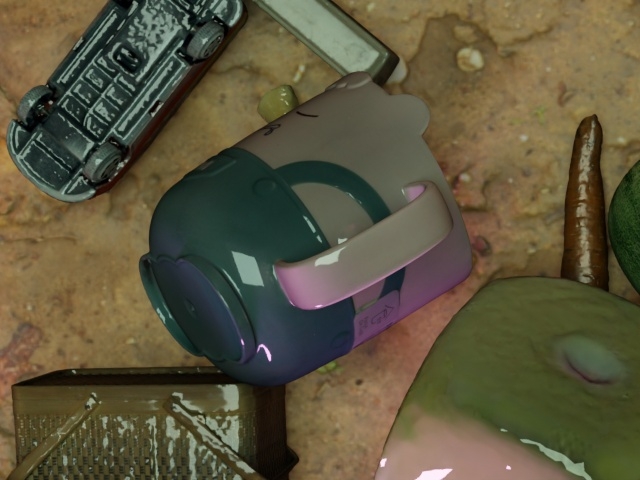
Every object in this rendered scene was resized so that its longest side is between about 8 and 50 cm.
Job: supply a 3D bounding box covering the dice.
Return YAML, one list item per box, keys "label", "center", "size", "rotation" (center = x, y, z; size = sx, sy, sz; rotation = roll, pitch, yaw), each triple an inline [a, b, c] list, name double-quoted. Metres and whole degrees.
- label: "dice"
  center: [0.199, 0.198, 1.720]
  size: [0.252, 0.254, 0.250]
  rotation: [26, 125, 17]

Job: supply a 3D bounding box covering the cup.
- label: "cup"
  center: [0.000, 0.000, 1.750]
  size: [0.257, 0.289, 0.219]
  rotation: [-32, 105, -21]

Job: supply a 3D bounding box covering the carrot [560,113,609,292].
- label: "carrot"
  center: [0.251, -0.023, 1.853]
  size: [0.047, 0.047, 0.191]
  rotation: [2, 88, 12]

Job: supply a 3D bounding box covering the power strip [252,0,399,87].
- label: "power strip"
  center: [-0.030, -0.232, 1.888]
  size: [0.272, 0.078, 0.052]
  rotation: [40, 97, 9]

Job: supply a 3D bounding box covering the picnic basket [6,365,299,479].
- label: "picnic basket"
  center: [-0.158, 0.198, 1.879]
  size: [0.266, 0.165, 0.139]
  rotation: [-2, 92, 12]

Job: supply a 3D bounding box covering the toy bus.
- label: "toy bus"
  center: [-0.184, -0.157, 1.900]
  size: [0.121, 0.120, 0.265]
  rotation: [40, 98, 9]

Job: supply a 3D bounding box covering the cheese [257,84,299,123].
- label: "cheese"
  center: [-0.023, -0.114, 1.913]
  size: [0.083, 0.030, 0.044]
  rotation: [46, 106, 13]

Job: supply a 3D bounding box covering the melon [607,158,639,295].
- label: "melon"
  center: [0.392, 0.021, 1.753]
  size: [0.287, 0.182, 0.182]
  rotation: [29, 97, 11]
